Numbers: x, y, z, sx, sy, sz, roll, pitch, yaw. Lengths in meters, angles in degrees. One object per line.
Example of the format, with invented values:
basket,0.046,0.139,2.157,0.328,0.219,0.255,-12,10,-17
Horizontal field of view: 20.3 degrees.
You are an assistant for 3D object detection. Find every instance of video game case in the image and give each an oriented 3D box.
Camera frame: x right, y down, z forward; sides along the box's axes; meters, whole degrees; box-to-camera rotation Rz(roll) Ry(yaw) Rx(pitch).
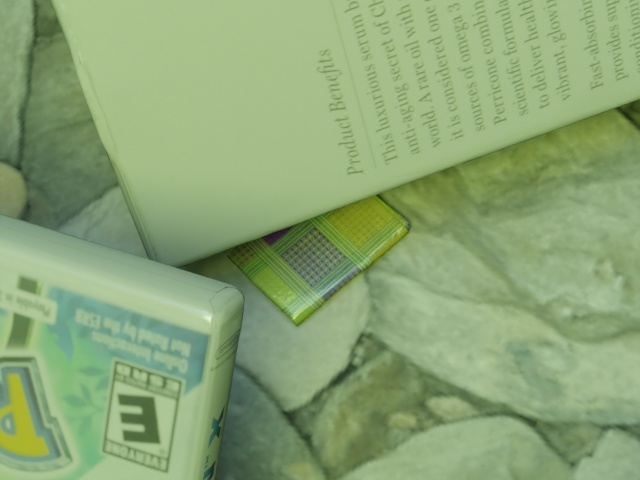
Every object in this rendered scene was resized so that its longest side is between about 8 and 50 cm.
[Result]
video game case,-0.208,0.114,0.776,0.329,0.300,0.036,16,22,15

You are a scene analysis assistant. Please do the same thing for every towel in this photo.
towel,0.000,0.000,0.932,0.083,0.009,0.060,-41,66,-12

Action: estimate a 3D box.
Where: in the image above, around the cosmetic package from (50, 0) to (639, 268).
cosmetic package,0.086,-0.183,0.874,0.453,0.230,0.161,-20,42,-4
